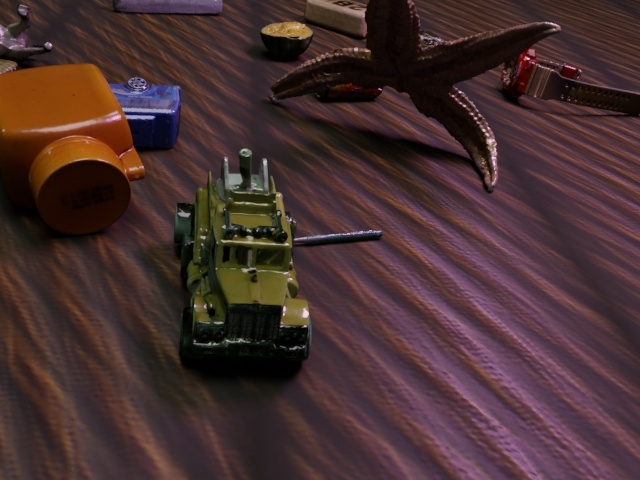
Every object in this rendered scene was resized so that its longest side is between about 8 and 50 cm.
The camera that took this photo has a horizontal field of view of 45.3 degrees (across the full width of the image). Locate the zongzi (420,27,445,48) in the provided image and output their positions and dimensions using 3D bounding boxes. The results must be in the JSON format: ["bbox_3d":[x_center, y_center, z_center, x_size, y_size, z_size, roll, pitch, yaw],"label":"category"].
[{"bbox_3d":[0.201,-0.411,1.641,0.119,0.055,0.109,-28,46,-30],"label":"zongzi"}]

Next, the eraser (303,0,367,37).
[{"bbox_3d":[0.061,-0.525,1.790,0.172,0.058,0.117,26,34,28],"label":"eraser"}]

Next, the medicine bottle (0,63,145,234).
[{"bbox_3d":[-0.303,-0.110,0.905,0.149,0.112,0.222,-14,43,-23],"label":"medicine bottle"}]

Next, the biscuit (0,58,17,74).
[{"bbox_3d":[-0.567,-0.258,1.183,0.139,0.016,0.231,9,24,-4],"label":"biscuit"}]

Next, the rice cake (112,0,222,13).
[{"bbox_3d":[-0.338,-0.529,1.706,0.245,0.045,0.042,-5,35,-23],"label":"rice cake"}]

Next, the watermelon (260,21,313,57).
[{"bbox_3d":[-0.067,-0.398,1.531,0.106,0.062,0.105,0,34,0],"label":"watermelon"}]

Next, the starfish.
[{"bbox_3d":[0.123,-0.239,1.127,0.398,0.384,0.132,35,68,6],"label":"starfish"}]

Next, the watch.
[{"bbox_3d":[0.489,-0.309,1.508,0.269,0.102,0.165,7,27,-19],"label":"watch"}]

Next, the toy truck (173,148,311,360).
[{"bbox_3d":[-0.079,0.004,0.755,0.128,0.135,0.259,4,36,-11],"label":"toy truck"}]

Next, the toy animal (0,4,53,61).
[{"bbox_3d":[-0.566,-0.343,1.284,0.217,0.073,0.176,12,-14,-28],"label":"toy animal"}]

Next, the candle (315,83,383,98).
[{"bbox_3d":[0.056,-0.277,1.365,0.131,0.052,0.052,-4,32,-24],"label":"candle"}]

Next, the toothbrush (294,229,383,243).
[{"bbox_3d":[0.000,0.000,0.907,0.167,0.011,0.014,-5,39,-23],"label":"toothbrush"}]

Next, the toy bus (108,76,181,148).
[{"bbox_3d":[-0.313,-0.173,1.072,0.237,0.079,0.094,-1,47,-15],"label":"toy bus"}]
